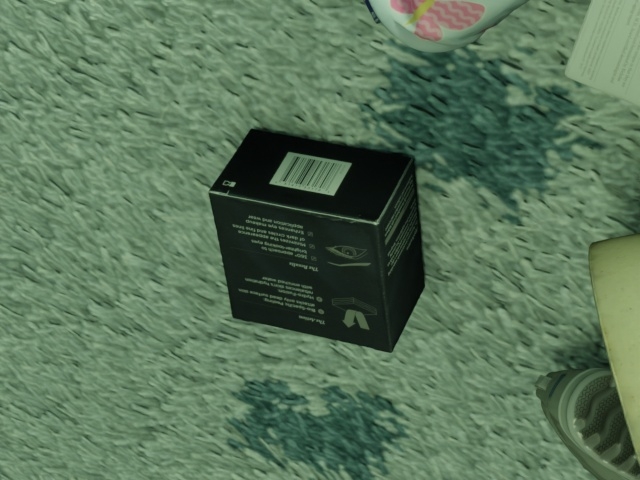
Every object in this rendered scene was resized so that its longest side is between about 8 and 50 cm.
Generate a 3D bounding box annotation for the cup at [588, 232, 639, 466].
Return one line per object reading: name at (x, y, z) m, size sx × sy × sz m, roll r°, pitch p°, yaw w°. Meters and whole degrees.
cup at (0.366, 0.123, 1.459) m, size 0.237 × 0.331 × 0.331 m, roll -18°, pitch 124°, yaw 12°

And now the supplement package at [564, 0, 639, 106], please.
supplement package at (0.280, -0.146, 1.353) m, size 0.179 × 0.105 × 0.105 m, roll 24°, pitch 139°, yaw 8°

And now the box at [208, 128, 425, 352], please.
box at (0.000, 0.000, 1.677) m, size 0.156 × 0.093 × 0.158 m, roll 12°, pitch 136°, yaw 20°

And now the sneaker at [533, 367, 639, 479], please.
sneaker at (0.303, 0.196, 1.724) m, size 0.281 × 0.105 × 0.115 m, roll 45°, pitch 172°, yaw -23°

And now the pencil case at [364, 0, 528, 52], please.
pencil case at (0.141, -0.237, 1.337) m, size 0.273 × 0.113 × 0.124 m, roll -32°, pitch 82°, yaw 47°
